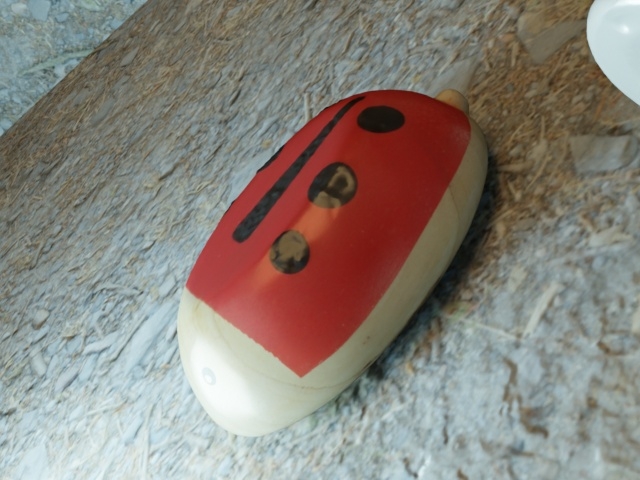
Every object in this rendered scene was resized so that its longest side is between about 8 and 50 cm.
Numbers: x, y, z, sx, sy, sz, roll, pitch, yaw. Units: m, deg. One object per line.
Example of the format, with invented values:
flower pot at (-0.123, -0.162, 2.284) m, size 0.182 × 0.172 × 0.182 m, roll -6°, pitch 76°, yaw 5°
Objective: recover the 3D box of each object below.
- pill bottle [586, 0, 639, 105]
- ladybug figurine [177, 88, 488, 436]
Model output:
pill bottle at (0.400, -0.278, 0.928) m, size 0.361 × 0.204 × 0.204 m, roll -55°, pitch 29°, yaw -12°
ladybug figurine at (0.000, 0.000, 1.187) m, size 0.449 × 0.162 × 0.305 m, roll -53°, pitch 29°, yaw -7°
